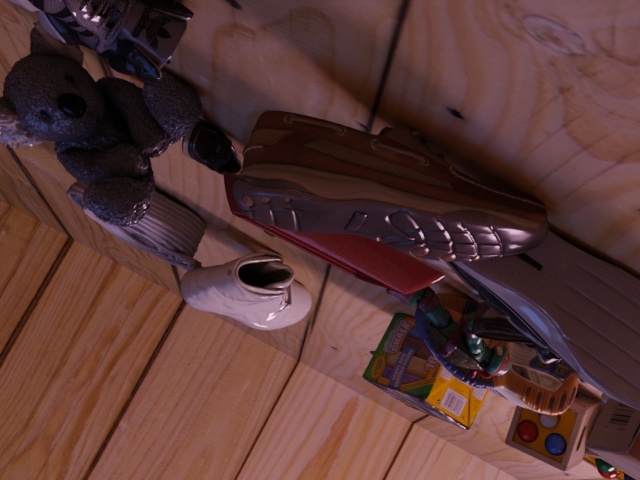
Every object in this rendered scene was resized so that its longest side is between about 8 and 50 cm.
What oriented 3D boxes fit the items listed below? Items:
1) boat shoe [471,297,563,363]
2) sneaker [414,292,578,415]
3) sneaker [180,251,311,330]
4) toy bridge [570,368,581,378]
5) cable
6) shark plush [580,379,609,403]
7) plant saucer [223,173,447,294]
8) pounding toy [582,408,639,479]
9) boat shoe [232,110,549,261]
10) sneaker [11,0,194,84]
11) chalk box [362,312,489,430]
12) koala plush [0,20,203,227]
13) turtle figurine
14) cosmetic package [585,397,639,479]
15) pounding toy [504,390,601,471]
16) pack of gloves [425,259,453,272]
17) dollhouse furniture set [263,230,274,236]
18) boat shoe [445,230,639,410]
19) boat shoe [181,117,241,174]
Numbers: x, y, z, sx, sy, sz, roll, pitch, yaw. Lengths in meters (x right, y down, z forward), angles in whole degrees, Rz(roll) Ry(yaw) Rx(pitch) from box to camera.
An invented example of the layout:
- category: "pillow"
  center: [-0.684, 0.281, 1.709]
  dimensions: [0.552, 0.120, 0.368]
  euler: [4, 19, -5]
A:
- category: "boat shoe"
  center: [0.290, 0.119, 1.738]
  dimensions: [0.223, 0.073, 0.080]
  euler: [16, 173, 33]
- category: "sneaker"
  center: [0.237, 0.173, 2.068]
  dimensions: [0.296, 0.112, 0.131]
  euler: [34, 168, -24]
- category: "sneaker"
  center: [-0.087, 0.093, 2.524]
  dimensions: [0.169, 0.108, 0.292]
  euler: [-16, 161, 42]
- category: "toy bridge"
  center: [0.422, 0.194, 1.816]
  dimensions: [0.188, 0.063, 0.026]
  euler: [30, 170, -1]
- category: "cable"
  center: [-0.335, -0.049, 2.554]
  dimensions: [0.257, 0.089, 0.257]
  euler: [17, 164, 49]
- category: "shark plush"
  center: [0.374, 0.176, 1.899]
  dimensions: [0.161, 0.073, 0.067]
  euler: [20, -163, 21]
- category: "plant saucer"
  center: [0.003, -0.005, 1.757]
  dimensions: [0.259, 0.047, 0.258]
  euler: [28, 177, -14]
- category: "pounding toy"
  center: [0.518, 0.367, 2.300]
  dimensions: [0.206, 0.094, 0.181]
  euler: [31, 169, -9]
- category: "boat shoe"
  center: [0.078, -0.061, 1.389]
  dimensions: [0.324, 0.116, 0.123]
  euler: [12, 157, -15]
- category: "sneaker"
  center: [-0.206, -0.233, 1.348]
  dimensions: [0.153, 0.101, 0.268]
  euler: [27, 175, 4]
- category: "chalk box"
  center: [0.174, 0.215, 2.378]
  dimensions: [0.132, 0.132, 0.213]
  euler: [35, 168, -37]
- category: "koala plush"
  center: [-0.296, -0.153, 1.720]
  dimensions: [0.221, 0.196, 0.203]
  euler: [29, 180, -22]
- category: "turtle figurine"
  center: [0.196, 0.110, 1.895]
  dimensions: [0.234, 0.118, 0.175]
  euler: [35, 169, -4]
- category: "cosmetic package"
  center: [0.500, 0.264, 1.716]
  dimensions: [0.296, 0.153, 0.129]
  euler: [29, 170, -10]
- category: "pounding toy"
  center: [0.359, 0.274, 2.213]
  dimensions: [0.130, 0.141, 0.100]
  euler: [23, -164, 27]
- category: "pack of gloves"
  center: [0.162, 0.006, 1.709]
  dimensions: [0.232, 0.046, 0.195]
  euler: [22, 174, -26]
- category: "dollhouse furniture set"
  center: [0.000, 0.000, 2.002]
  dimensions: [0.152, 0.058, 0.076]
  euler: [32, 169, -16]
- category: "boat shoe"
  center: [0.264, 0.059, 1.517]
  dimensions: [0.335, 0.121, 0.119]
  euler: [40, 177, -2]
- category: "boat shoe"
  center: [-0.138, -0.121, 1.824]
  dimensions: [0.049, 0.056, 0.152]
  euler: [21, 177, 15]
